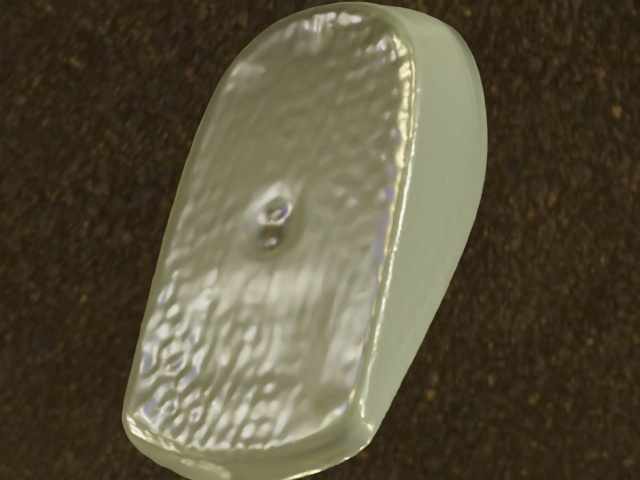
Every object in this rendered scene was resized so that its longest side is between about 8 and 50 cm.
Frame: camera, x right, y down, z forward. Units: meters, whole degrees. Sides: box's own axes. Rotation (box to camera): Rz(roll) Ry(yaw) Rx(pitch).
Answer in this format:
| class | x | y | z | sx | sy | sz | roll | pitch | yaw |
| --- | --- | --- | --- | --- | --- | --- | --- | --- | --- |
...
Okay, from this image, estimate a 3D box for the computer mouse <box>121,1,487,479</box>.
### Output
| class | x | y | z | sx | sy | sz | roll | pitch | yaw |
| --- | --- | --- | --- | --- | --- | --- | --- | --- | --- |
| computer mouse | 0.000 | 0.000 | 0.624 | 0.128 | 0.231 | 0.079 | -1 | 151 | 38 |
